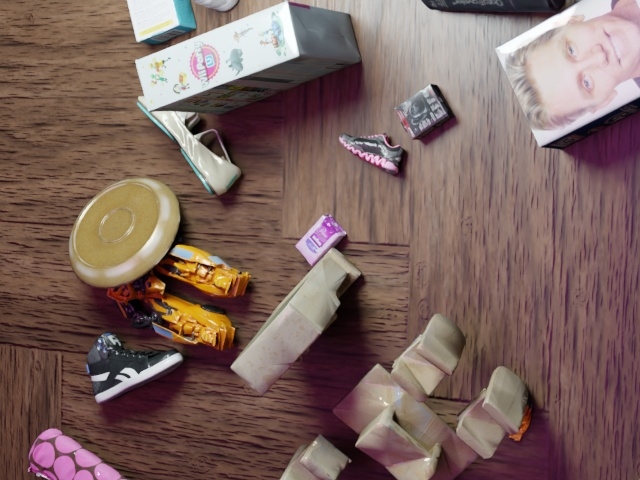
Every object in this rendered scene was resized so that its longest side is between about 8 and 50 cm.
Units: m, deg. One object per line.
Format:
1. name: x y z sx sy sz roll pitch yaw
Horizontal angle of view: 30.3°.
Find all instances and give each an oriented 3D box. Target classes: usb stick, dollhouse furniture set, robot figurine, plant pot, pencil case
1. usb stick: 0.255 -0.385 1.814 0.278 0.077 0.045 13 56 48
2. dollhouse furniture set: 0.082 0.239 1.941 0.394 0.256 0.362 41 115 -2
3. robot figurine: -0.273 0.084 2.163 0.291 0.085 0.211 19 101 26
4. plant pot: -0.368 -0.022 2.169 0.236 0.032 0.236 -14 53 19
5. pencil case: -0.467 0.455 2.288 0.209 0.095 0.098 27 70 26

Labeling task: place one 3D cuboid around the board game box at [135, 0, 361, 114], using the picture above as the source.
1. board game box: -0.119 -0.298 1.979 0.303 0.224 0.097 -17 86 28

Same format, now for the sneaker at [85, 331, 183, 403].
1. sneaker: -0.363 0.218 2.222 0.217 0.079 0.121 -28 81 28

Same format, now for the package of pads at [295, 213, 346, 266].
1. package of pads: 0.000 0.000 2.041 0.050 0.032 0.083 49 113 14

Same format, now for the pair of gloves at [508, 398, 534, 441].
1. pair of gloves: 0.300 0.277 1.906 0.083 0.010 0.074 27 105 25

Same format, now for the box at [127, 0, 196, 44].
1. box: -0.308 -0.491 2.162 0.100 0.060 0.244 -15 86 28

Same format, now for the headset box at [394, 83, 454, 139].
1. headset box: 0.167 -0.208 1.938 0.083 0.032 0.062 -35 76 26

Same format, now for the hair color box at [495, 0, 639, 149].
1. hair color box: 0.453 -0.285 1.738 0.347 0.105 0.174 -28 79 27

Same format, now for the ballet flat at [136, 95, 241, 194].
1. ballet flat: -0.232 -0.188 2.138 0.086 0.086 0.248 -47 73 22

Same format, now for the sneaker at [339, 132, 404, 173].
1. sneaker: 0.088 -0.158 1.982 0.119 0.047 0.057 28 91 20

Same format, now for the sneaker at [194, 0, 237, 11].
1. sneaker: -0.182 -0.549 2.031 0.108 0.169 0.292 17 100 28
